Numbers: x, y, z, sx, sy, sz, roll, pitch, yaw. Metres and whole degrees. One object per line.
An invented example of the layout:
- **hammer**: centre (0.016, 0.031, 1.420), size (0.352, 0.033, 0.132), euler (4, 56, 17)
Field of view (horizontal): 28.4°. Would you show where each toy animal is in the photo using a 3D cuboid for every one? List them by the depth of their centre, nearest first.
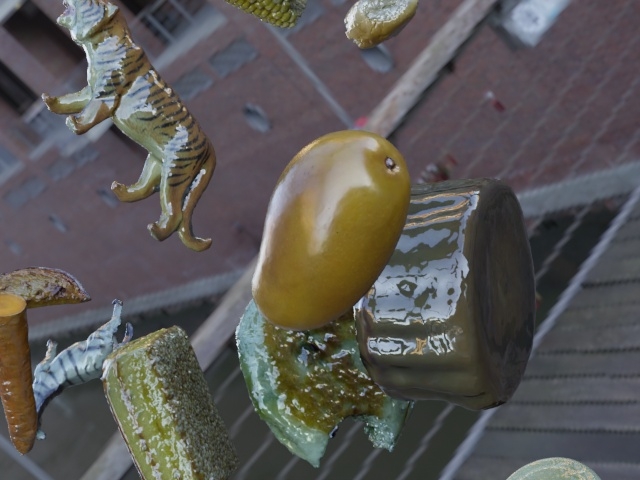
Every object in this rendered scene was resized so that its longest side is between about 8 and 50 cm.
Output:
- **toy animal**: centre (-0.155, -0.099, 1.059), size (0.099, 0.241, 0.057), euler (-39, 5, -11)
- **toy animal**: centre (-0.364, 0.195, 1.855), size (0.217, 0.073, 0.176), euler (-33, 28, 9)

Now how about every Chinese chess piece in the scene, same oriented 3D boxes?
- **Chinese chess piece**: centre (0.345, 0.413, 1.891), size (0.188, 0.083, 0.188), euler (-24, 34, 18)

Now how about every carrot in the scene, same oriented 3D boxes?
- **carrot**: centre (-0.367, 0.171, 1.524), size (0.057, 0.224, 0.057), euler (-2, 26, 1)

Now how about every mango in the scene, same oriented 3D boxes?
- **mango**: centre (0.000, 0.000, 0.918), size (0.084, 0.102, 0.184), euler (-4, -42, -44)

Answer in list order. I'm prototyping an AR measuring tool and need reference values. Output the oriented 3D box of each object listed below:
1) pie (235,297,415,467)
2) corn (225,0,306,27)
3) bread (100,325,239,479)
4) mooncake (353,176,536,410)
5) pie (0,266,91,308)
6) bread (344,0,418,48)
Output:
- **pie**: centre (0.009, 0.176, 1.828), size (0.302, 0.302, 0.067), euler (-57, 7, -36)
- **corn**: centre (-0.162, -0.465, 2.035), size (0.130, 0.347, 0.130), euler (-33, 41, 34)
- **bread**: centre (-0.213, 0.248, 1.763), size (0.110, 0.234, 0.184), euler (-21, 2, 11)
- **mooncake**: centre (0.156, 0.064, 1.545), size (0.161, 0.290, 0.290), euler (0, 38, 26)
- **pie**: centre (-0.441, 0.072, 1.874), size (0.191, 0.088, 0.033), euler (-11, -46, -38)
- **bread**: centre (0.108, -0.384, 2.166), size (0.125, 0.082, 0.106), euler (-26, 6, -15)
